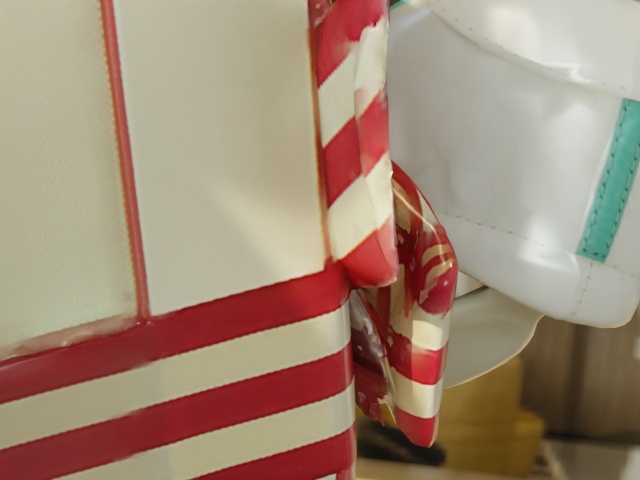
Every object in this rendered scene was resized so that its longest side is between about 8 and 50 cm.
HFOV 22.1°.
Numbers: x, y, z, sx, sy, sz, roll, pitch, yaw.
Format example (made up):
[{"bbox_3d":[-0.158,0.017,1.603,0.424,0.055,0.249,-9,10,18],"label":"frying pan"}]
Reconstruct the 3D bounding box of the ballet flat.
[{"bbox_3d":[0.000,0.000,0.648,0.139,0.139,0.400,7,-11,-25],"label":"ballet flat"}]

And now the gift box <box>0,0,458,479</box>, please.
[{"bbox_3d":[-0.117,-0.012,0.411,0.258,0.276,0.255,-14,37,-19],"label":"gift box"}]
